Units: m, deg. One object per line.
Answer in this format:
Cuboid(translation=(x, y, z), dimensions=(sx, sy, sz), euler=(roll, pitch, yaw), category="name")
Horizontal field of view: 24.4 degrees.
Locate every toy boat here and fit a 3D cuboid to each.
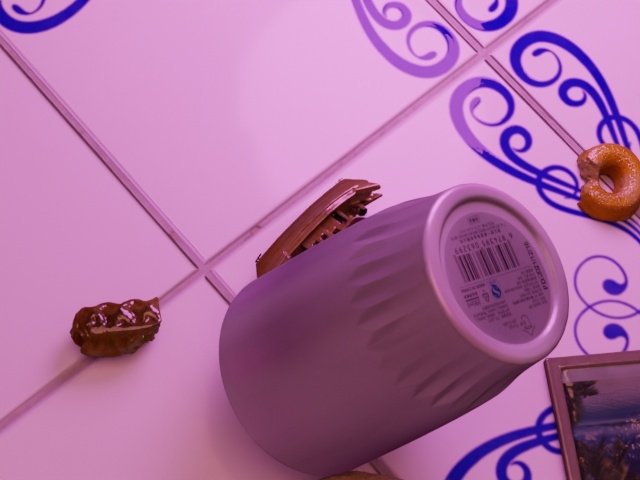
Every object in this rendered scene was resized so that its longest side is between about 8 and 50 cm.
Cuboid(translation=(0.000, 0.000, 1.852), dimensions=(0.072, 0.064, 0.206), euler=(38, 74, 27), category="toy boat")

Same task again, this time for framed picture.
Cuboid(translation=(0.448, 0.243, 1.843), dimensions=(0.314, 0.024, 0.232), euler=(-4, 68, -10), category="framed picture")

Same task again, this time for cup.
Cuboid(translation=(0.076, 0.100, 1.645), dimensions=(0.253, 0.371, 0.253), euler=(17, 59, -31), category="cup")

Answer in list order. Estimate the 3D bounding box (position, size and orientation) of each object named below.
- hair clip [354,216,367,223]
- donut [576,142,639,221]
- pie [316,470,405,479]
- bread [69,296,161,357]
Cuboid(translation=(0.051, 0.031, 1.876), dimensions=(0.054, 0.022, 0.137), euler=(17, 67, -4), category="hair clip")
Cuboid(translation=(0.386, -0.080, 1.957), dimensions=(0.097, 0.043, 0.108), euler=(-2, 73, -8), category="donut")
Cuboid(translation=(0.051, 0.408, 1.694), dimensions=(0.337, 0.075, 0.338), euler=(3, 67, -6), category="pie")
Cuboid(translation=(-0.247, 0.107, 1.785), dimensions=(0.110, 0.060, 0.066), euler=(-7, 97, -11), category="bread")
